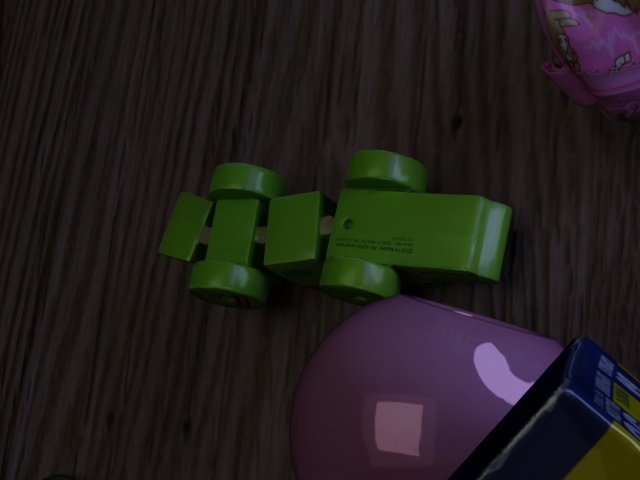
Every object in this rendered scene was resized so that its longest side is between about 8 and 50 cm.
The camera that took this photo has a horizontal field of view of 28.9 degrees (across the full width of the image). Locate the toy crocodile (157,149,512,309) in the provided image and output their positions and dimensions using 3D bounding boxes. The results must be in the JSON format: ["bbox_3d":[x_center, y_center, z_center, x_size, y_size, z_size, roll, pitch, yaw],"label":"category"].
[{"bbox_3d":[0.000,0.000,1.021,0.340,0.105,0.115,-2,71,33],"label":"toy crocodile"}]

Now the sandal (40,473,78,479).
[{"bbox_3d":[-0.281,0.316,1.136,0.090,0.060,0.219,22,72,36],"label":"sandal"}]

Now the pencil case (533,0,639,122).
[{"bbox_3d":[0.329,-0.199,0.799,0.386,0.167,0.160,-16,98,33],"label":"pencil case"}]

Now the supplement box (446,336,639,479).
[{"bbox_3d":[0.195,0.241,0.594,0.356,0.194,0.195,42,101,8],"label":"supplement box"}]

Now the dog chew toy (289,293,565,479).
[{"bbox_3d":[0.058,0.208,0.823,0.206,0.206,0.332,17,91,41],"label":"dog chew toy"}]
